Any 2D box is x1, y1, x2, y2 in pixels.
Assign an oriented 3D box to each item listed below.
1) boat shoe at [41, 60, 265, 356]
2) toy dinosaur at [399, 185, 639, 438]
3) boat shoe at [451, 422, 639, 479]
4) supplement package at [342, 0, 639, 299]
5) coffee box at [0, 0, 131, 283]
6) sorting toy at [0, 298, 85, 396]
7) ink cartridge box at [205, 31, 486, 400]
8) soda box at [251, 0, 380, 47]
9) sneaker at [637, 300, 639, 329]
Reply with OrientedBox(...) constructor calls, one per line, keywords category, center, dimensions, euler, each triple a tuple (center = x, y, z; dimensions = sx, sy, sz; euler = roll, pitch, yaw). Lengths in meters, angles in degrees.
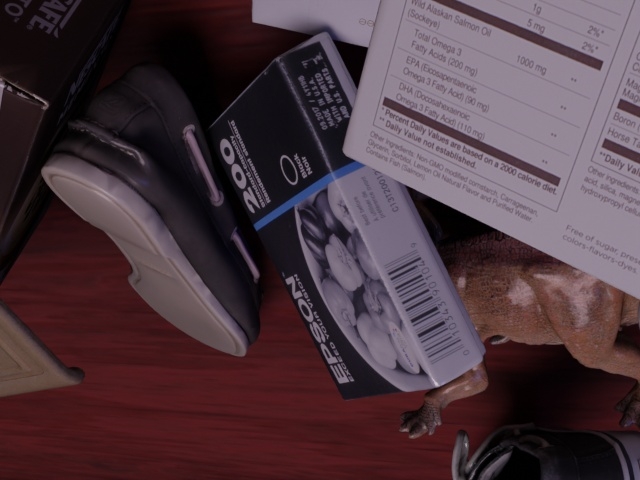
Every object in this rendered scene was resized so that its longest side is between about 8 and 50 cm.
OrientedBox(category="boat shoe", center=(-0.093, -0.007, 0.836), dimensions=(0.112, 0.095, 0.335), euler=(25, 163, 19))
OrientedBox(category="toy dinosaur", center=(0.138, 0.020, 0.769), dimensions=(0.295, 0.127, 0.200), euler=(-1, 128, 15))
OrientedBox(category="boat shoe", center=(0.150, 0.196, 0.881), dimensions=(0.104, 0.113, 0.306), euler=(4, 171, -9))
OrientedBox(category="supplement package", center=(0.164, -0.135, 0.436), dimensions=(0.198, 0.199, 0.263), euler=(27, 123, 21))
OrientedBox(category="coffee box", center=(-0.234, -0.077, 0.777), dimensions=(0.118, 0.168, 0.297), euler=(28, 139, -8))
OrientedBox(category="sorting toy", center=(-0.337, 0.047, 0.799), dimensions=(0.307, 0.041, 0.229), euler=(-12, 133, 32))
OrientedBox(category="ink cartridge box", center=(0.000, 0.000, 0.728), dimensions=(0.206, 0.045, 0.208), euler=(63, 159, 1))
OrientedBox(category="soda box", center=(0.073, -0.147, 0.647), dimensions=(0.216, 0.074, 0.069), euler=(13, 138, 9))
OrientedBox(category="sneaker", center=(0.295, 0.076, 0.746), dimensions=(0.235, 0.090, 0.095), euler=(11, 151, -21))
